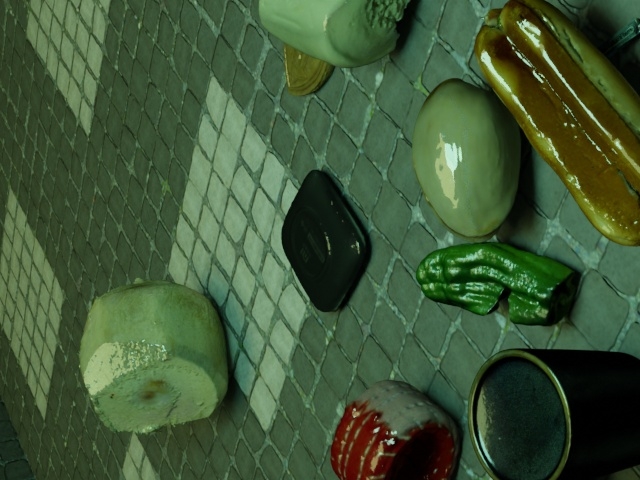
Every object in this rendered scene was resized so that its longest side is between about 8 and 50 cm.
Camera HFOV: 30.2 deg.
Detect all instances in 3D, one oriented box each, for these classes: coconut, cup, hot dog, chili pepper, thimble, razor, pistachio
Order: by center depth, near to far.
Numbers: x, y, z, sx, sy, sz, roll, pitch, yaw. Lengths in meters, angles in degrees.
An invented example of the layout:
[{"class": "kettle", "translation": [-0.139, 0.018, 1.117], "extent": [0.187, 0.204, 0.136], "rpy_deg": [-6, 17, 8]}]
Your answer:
[{"class": "hot dog", "translation": [0.299, -0.150, 1.361], "extent": [0.337, 0.100, 0.135], "rpy_deg": [55, 133, 15]}, {"class": "razor", "translation": [0.318, -0.204, 1.410], "extent": [0.190, 0.033, 0.066], "rpy_deg": [-41, 62, 54]}, {"class": "cup", "translation": [0.275, 0.226, 1.413], "extent": [0.239, 0.177, 0.166], "rpy_deg": [-53, 50, 41]}, {"class": "pistachio", "translation": [0.190, -0.106, 1.545], "extent": [0.144, 0.144, 0.215], "rpy_deg": [-18, 73, 59]}, {"class": "chili pepper", "translation": [0.231, 0.051, 1.569], "extent": [0.253, 0.083, 0.099], "rpy_deg": [9, 106, 53]}, {"class": "thimble", "translation": [0.109, 0.308, 1.745], "extent": [0.125, 0.163, 0.189], "rpy_deg": [34, 125, 49]}, {"class": "coconut", "translation": [-0.326, 0.215, 2.332], "extent": [0.254, 0.297, 0.297], "rpy_deg": [-105, 27, -46]}]

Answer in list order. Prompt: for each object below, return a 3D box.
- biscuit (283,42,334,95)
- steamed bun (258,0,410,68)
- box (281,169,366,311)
[{"class": "biscuit", "translation": [-0.016, -0.328, 1.942], "extent": [0.142, 0.029, 0.220], "rpy_deg": [55, 139, 37]}, {"class": "steamed bun", "translation": [0.027, -0.358, 1.736], "extent": [0.225, 0.170, 0.200], "rpy_deg": [33, 96, 42]}, {"class": "box", "translation": [0.000, 0.000, 1.975], "extent": [0.212, 0.042, 0.201], "rpy_deg": [61, 145, 33]}]
